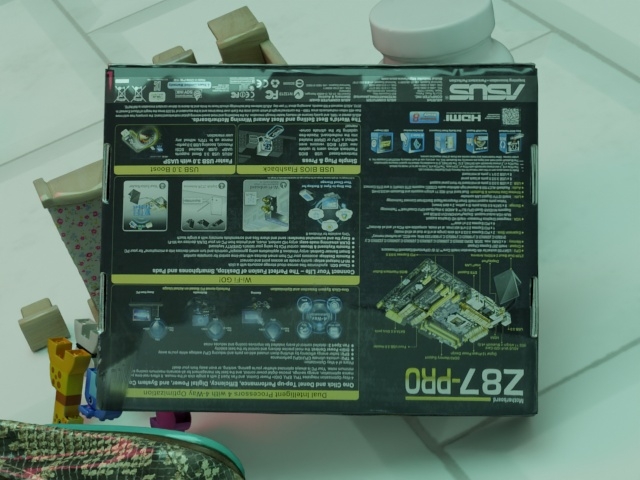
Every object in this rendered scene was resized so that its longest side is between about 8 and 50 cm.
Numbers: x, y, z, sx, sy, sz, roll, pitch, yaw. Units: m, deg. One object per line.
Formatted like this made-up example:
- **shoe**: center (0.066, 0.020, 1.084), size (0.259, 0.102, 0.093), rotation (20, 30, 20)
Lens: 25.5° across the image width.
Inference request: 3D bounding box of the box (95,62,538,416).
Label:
- **box**: center (0.000, 0.000, 1.287), size (0.395, 0.318, 0.097), rotation (0, -7, 3)

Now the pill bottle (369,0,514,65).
- **pill bottle**: center (0.135, -0.124, 1.478), size (0.153, 0.264, 0.153), rotation (-10, 29, 6)

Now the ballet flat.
- **ballet flat**: center (-0.294, 0.230, 1.291), size (0.483, 0.164, 0.182), rotation (9, 56, 29)

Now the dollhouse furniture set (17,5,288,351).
- **dollhouse furniture set**: center (-0.169, -0.021, 1.452), size (0.356, 0.303, 0.174), rotation (-24, 43, -8)

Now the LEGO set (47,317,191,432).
- **LEGO set**: center (-0.220, 0.159, 1.417), size (0.087, 0.093, 0.227), rotation (-1, 17, -37)
